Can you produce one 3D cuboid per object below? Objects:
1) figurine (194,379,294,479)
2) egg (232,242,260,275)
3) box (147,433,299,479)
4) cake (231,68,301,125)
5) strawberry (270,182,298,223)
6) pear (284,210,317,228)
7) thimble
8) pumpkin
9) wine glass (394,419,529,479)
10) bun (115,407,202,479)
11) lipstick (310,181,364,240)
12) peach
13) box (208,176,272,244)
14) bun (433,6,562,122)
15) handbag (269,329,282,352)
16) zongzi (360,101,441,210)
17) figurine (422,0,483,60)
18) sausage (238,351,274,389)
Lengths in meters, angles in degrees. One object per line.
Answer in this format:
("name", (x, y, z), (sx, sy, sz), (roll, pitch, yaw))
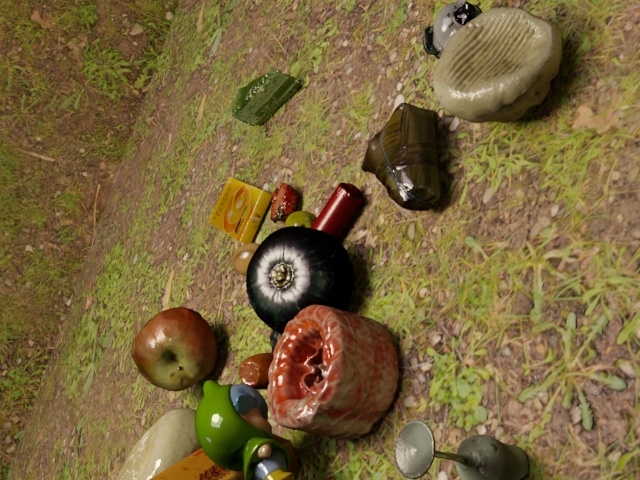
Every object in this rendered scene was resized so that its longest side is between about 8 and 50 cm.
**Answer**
("figurine", (-0.135, 0.364, 1.412), (0.143, 0.162, 0.263), (-32, 47, -17))
("egg", (-0.175, 0.044, 1.943), (0.096, 0.080, 0.080), (-43, 38, 42))
("box", (-0.203, 0.468, 1.518), (0.174, 0.274, 0.076), (1, 112, 54))
("cake", (-0.149, -0.431, 2.203), (0.235, 0.100, 0.099), (-35, 43, 44))
("strawberry", (-0.090, -0.095, 1.939), (0.103, 0.048, 0.152), (-58, 17, 28))
("pear", (-0.041, -0.023, 1.777), (0.092, 0.092, 0.097), (-68, 13, -1))
("thimble", (0.017, 0.243, 1.419), (0.239, 0.162, 0.239), (-38, 40, 41))
("pumpkin", (-0.041, 0.081, 1.586), (0.233, 0.163, 0.232), (-11, 70, 30))
("wine glass", (0.196, 0.299, 1.060), (0.079, 0.196, 0.079), (-32, 49, 44))
("bun", (-0.336, 0.555, 1.723), (0.361, 0.213, 0.361), (-53, 17, 24))
("lipstick", (-0.001, 0.000, 1.706), (0.279, 0.073, 0.073), (-57, 31, 18))
("peach", (-0.370, 0.273, 1.979), (0.235, 0.214, 0.214), (-156, 89, -80))
("box", (-0.225, -0.086, 2.146), (0.269, 0.044, 0.152), (28, 94, 60))
("bun", (0.312, -0.287, 1.336), (0.231, 0.133, 0.231), (-17, 51, 22))
("handbag", (-0.078, 0.232, 1.688), (0.115, 0.072, 0.139), (-110, 37, -52))
("zongzi", (0.141, -0.123, 1.531), (0.242, 0.112, 0.220), (-43, 38, 48))
("figurine", (0.264, -0.399, 1.489), (0.192, 0.126, 0.147), (95, -178, -84))
("sausage", (-0.087, 0.260, 1.555), (0.076, 0.198, 0.076), (-5, 80, 30))
